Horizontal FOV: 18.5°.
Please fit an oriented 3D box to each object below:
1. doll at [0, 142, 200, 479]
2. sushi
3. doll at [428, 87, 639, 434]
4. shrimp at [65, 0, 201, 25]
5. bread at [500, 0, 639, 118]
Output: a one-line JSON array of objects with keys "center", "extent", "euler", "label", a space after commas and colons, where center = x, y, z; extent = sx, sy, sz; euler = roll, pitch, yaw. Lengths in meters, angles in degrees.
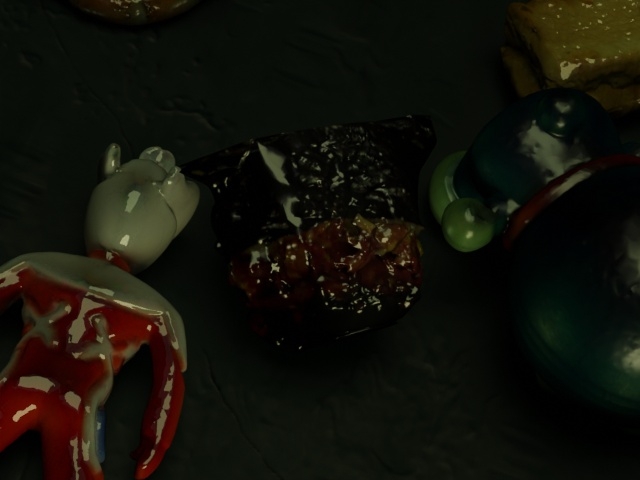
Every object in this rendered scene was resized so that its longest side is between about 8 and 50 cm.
[{"center": [-0.183, 0.085, 1.405], "extent": [0.188, 0.099, 0.384], "euler": [22, 63, 1], "label": "doll"}, {"center": [0.000, 0.000, 1.460], "extent": [0.172, 0.153, 0.150], "euler": [-4, 77, -62], "label": "sushi"}, {"center": [0.217, 0.013, 1.481], "extent": [0.198, 0.186, 0.322], "euler": [-28, 65, -26], "label": "doll"}, {"center": [-0.133, -0.308, 1.674], "extent": [0.290, 0.054, 0.222], "euler": [-37, 73, -21], "label": "shrimp"}, {"center": [0.257, -0.162, 1.656], "extent": [0.211, 0.083, 0.114], "euler": [-11, 57, -19], "label": "bread"}]
